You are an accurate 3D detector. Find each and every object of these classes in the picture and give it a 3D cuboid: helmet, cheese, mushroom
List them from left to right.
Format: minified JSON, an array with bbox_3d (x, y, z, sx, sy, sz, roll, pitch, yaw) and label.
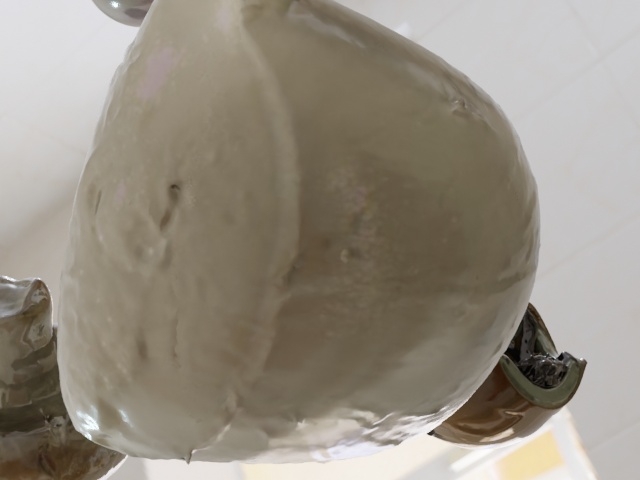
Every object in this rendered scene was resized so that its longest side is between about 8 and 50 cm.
[{"bbox_3d":[-0.308,0.152,1.365,0.243,0.243,0.243,39,-151,-27],"label":"mushroom"},{"bbox_3d":[0.000,0.000,0.537,0.189,0.198,0.154,9,-166,-41],"label":"cheese"},{"bbox_3d":[0.123,0.111,1.209,0.198,0.130,0.224,13,-158,-46],"label":"helmet"}]

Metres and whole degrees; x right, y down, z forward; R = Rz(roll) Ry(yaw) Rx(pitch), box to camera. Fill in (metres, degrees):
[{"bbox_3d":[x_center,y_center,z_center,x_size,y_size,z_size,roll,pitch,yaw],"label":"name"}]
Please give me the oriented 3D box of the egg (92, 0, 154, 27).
[{"bbox_3d":[-0.157,-0.239,1.147,0.103,0.103,0.135,39,171,-26],"label":"egg"}]
